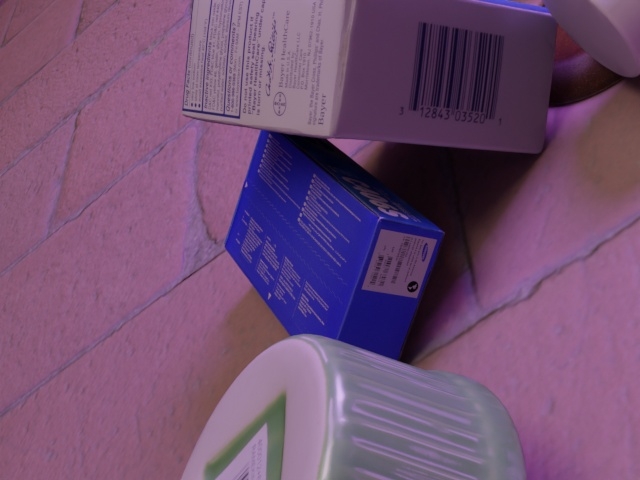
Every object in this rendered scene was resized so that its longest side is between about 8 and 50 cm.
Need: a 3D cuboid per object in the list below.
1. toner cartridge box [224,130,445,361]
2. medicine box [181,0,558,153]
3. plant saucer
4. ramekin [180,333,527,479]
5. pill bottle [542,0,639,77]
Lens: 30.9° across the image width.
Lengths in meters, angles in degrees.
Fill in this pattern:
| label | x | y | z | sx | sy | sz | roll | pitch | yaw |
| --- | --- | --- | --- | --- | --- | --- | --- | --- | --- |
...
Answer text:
| label | x | y | z | sx | sy | sz | roll | pitch | yaw |
| --- | --- | --- | --- | --- | --- | --- | --- | --- | --- |
| toner cartridge box | 0.000 | 0.000 | 1.203 | 0.348 | 0.075 | 0.165 | 47 | 120 | 61 |
| medicine box | 0.043 | -0.179 | 1.182 | 0.289 | 0.264 | 0.149 | 17 | 103 | 54 |
| plant saucer | 0.282 | -0.229 | 1.206 | 0.199 | 0.036 | 0.198 | -34 | 32 | 25 |
| ramekin | -0.001 | 0.216 | 0.845 | 0.303 | 0.148 | 0.303 | -50 | 25 | 35 |
| pill bottle | 0.344 | -0.294 | 1.061 | 0.283 | 0.160 | 0.160 | -45 | 29 | 0 |
